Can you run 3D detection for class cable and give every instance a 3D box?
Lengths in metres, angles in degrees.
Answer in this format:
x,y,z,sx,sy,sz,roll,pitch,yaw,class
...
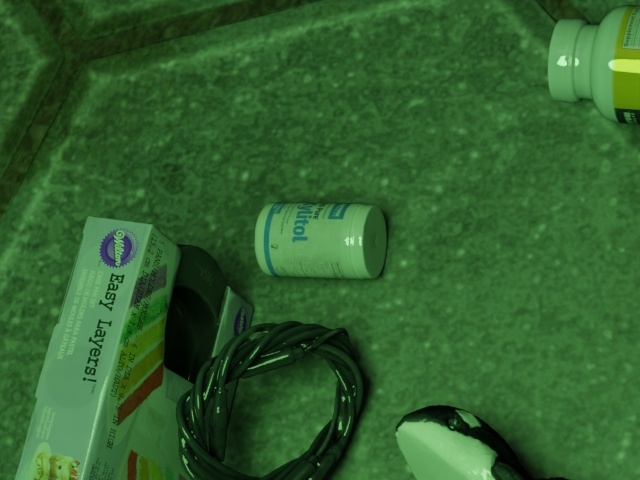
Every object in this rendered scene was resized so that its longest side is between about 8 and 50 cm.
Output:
x,y,z,sx,sy,sz,roll,pitch,yaw,class
-0.040,0.145,1.307,0.150,0.047,0.184,39,78,-15,cable

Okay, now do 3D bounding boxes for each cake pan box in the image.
x,y,z,sx,sy,sz,roll,pitch,yaw,class
-0.152,0.133,1.293,0.070,0.246,0.266,7,72,20,cake pan box

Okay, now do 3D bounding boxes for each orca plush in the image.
x,y,z,sx,sy,sz,roll,pitch,yaw,class
0.192,0.224,1.207,0.102,0.151,0.287,-34,54,-29,orca plush

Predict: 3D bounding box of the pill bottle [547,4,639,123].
x,y,z,sx,sy,sz,roll,pitch,yaw,class
0.295,-0.150,1.302,0.184,0.103,0.103,7,73,24,pill bottle

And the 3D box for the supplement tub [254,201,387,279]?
x,y,z,sx,sy,sz,roll,pitch,yaw,class
0.000,0.000,1.381,0.107,0.071,0.071,0,71,22,supplement tub
